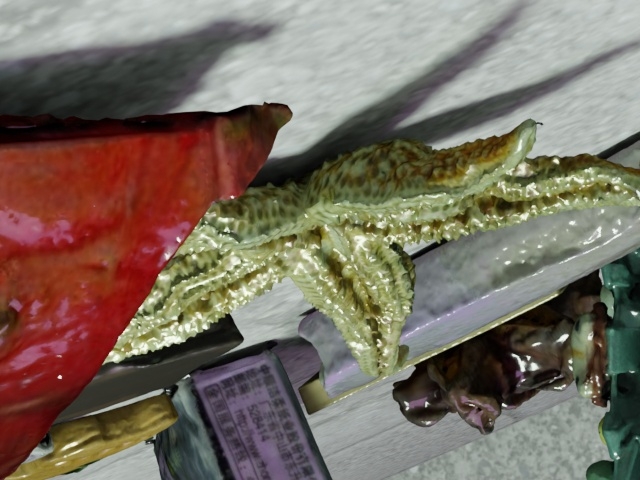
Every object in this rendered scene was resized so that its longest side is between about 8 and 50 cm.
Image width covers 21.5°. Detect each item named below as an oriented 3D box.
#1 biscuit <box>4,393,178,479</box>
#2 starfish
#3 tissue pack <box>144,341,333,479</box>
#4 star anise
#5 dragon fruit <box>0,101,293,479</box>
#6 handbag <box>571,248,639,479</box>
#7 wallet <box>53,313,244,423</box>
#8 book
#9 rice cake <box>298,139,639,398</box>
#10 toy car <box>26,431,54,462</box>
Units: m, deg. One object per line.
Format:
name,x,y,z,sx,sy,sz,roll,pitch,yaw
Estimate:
biscuit,-0.204,0.161,1.240,0.225,0.036,0.166,-23,174,42
starfish,-0.002,-0.003,0.900,0.358,0.078,0.347,8,154,-43
tissue pack,-0.025,0.286,1.382,0.122,0.361,0.259,-19,167,-16
star anise,0.167,0.100,1.464,0.220,0.099,0.214,-30,-170,-24
dragon fruit,-0.194,0.056,0.716,0.282,0.100,0.343,1,152,-34
handbag,0.260,0.095,1.342,0.100,0.268,0.274,0,172,20
wallet,-0.206,0.100,1.046,0.309,0.042,0.165,-14,166,-28
book,0.102,0.068,1.378,0.231,0.026,0.161,-27,-179,18
rice cake,0.142,0.009,1.214,0.399,0.064,0.070,-29,158,27
toy car,-0.200,0.130,1.023,0.041,0.025,0.093,-26,168,23
